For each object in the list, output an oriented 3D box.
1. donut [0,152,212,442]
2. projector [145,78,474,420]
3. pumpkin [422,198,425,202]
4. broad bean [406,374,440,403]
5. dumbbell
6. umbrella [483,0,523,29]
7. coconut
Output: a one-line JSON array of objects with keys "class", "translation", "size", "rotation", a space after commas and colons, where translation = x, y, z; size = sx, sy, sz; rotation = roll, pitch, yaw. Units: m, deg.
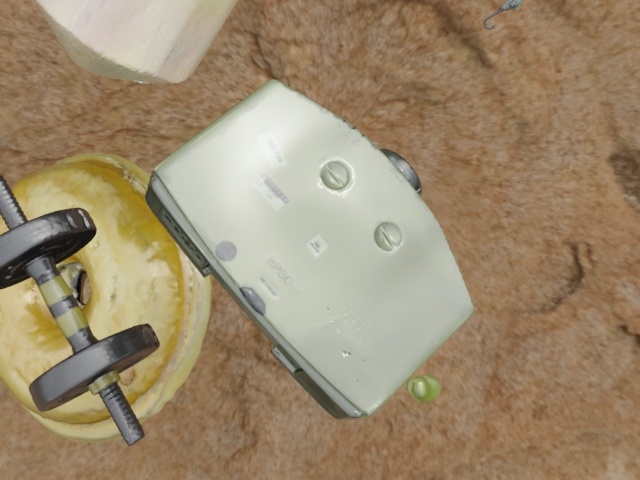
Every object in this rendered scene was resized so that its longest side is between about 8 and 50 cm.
[{"class": "donut", "translation": [-0.358, 0.085, 1.348], "size": [0.449, 0.198, 0.448], "rotation": [-3, 83, 25]}, {"class": "projector", "translation": [0.000, 0.000, 0.761], "size": [0.193, 0.088, 0.269], "rotation": [-41, 91, -21]}, {"class": "pumpkin", "translation": [0.160, -0.021, 1.764], "size": [0.110, 0.217, 0.217], "rotation": [-18, 97, 28]}, {"class": "broad bean", "translation": [0.222, 0.317, 1.875], "size": [0.083, 0.045, 0.063], "rotation": [17, 84, -36]}, {"class": "dumbbell", "translation": [-0.274, 0.072, 0.935], "size": [0.143, 0.143, 0.325], "rotation": [-31, 84, 4]}, {"class": "umbrella", "translation": [0.463, -0.558, 1.931], "size": [0.269, 0.044, 0.044], "rotation": [-36, 105, 30]}, {"class": "coconut", "translation": [-0.220, -0.302, 1.037], "size": [0.239, 0.239, 0.244], "rotation": [42, 116, -4]}]
